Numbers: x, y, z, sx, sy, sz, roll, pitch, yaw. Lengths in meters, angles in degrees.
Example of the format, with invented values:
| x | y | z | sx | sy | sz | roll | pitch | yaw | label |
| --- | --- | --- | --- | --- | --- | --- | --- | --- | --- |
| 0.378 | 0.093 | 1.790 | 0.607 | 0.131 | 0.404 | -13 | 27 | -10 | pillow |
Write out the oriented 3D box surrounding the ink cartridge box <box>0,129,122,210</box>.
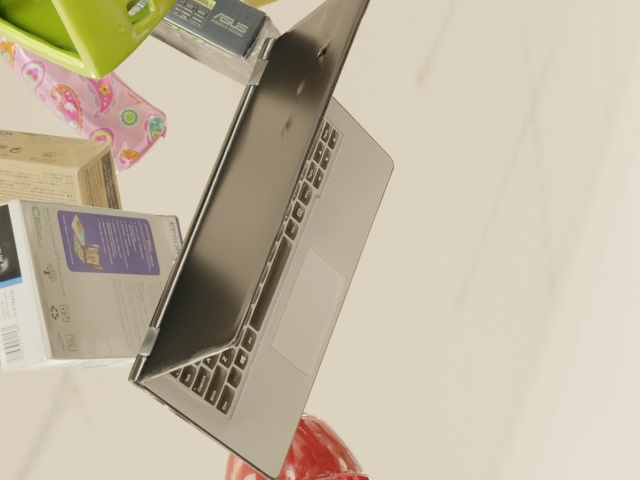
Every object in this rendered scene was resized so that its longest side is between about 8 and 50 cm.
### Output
| x | y | z | sx | sy | sz | roll | pitch | yaw | label |
| --- | --- | --- | --- | --- | --- | --- | --- | --- | --- |
| -0.379 | -0.041 | 2.636 | 0.088 | 0.235 | 0.193 | -46 | -43 | -50 | ink cartridge box |

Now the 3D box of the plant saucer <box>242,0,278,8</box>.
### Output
| x | y | z | sx | sy | sz | roll | pitch | yaw | label |
| --- | --- | --- | --- | --- | --- | --- | --- | --- | --- |
| 0.051 | -0.435 | 2.563 | 0.333 | 0.333 | 0.081 | -24 | -99 | -35 | plant saucer |

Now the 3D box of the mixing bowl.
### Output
| x | y | z | sx | sy | sz | roll | pitch | yaw | label |
| --- | --- | --- | --- | --- | --- | --- | --- | --- | --- |
| -0.040 | 0.262 | 2.328 | 0.181 | 0.181 | 0.098 | 37 | -146 | -69 | mixing bowl |

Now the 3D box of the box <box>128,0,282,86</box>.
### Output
| x | y | z | sx | sy | sz | roll | pitch | yaw | label |
| --- | --- | --- | --- | --- | --- | --- | --- | --- | --- |
| -0.146 | -0.243 | 2.120 | 0.059 | 0.233 | 0.183 | -61 | -14 | -4 | box |

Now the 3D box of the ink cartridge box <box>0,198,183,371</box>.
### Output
| x | y | z | sx | sy | sz | roll | pitch | yaw | label |
| --- | --- | --- | --- | --- | --- | --- | --- | --- | --- |
| -0.233 | 0.050 | 2.060 | 0.333 | 0.065 | 0.165 | 7 | -111 | -65 | ink cartridge box |

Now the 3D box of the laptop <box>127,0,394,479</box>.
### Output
| x | y | z | sx | sy | sz | roll | pitch | yaw | label |
| --- | --- | --- | --- | --- | --- | --- | --- | --- | --- |
| 0.000 | 0.000 | 1.895 | 0.408 | 0.236 | 0.382 | 43 | -118 | -48 | laptop |

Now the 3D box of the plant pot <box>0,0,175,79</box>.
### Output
| x | y | z | sx | sy | sz | roll | pitch | yaw | label |
| --- | --- | --- | --- | --- | --- | --- | --- | --- | --- |
| -0.219 | -0.308 | 1.754 | 0.207 | 0.228 | 0.227 | -41 | -51 | -20 | plant pot |

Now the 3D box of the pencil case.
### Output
| x | y | z | sx | sy | sz | roll | pitch | yaw | label |
| --- | --- | --- | --- | --- | --- | --- | --- | --- | --- |
| -0.352 | -0.229 | 2.917 | 0.284 | 0.124 | 0.124 | 46 | -144 | -8 | pencil case |
